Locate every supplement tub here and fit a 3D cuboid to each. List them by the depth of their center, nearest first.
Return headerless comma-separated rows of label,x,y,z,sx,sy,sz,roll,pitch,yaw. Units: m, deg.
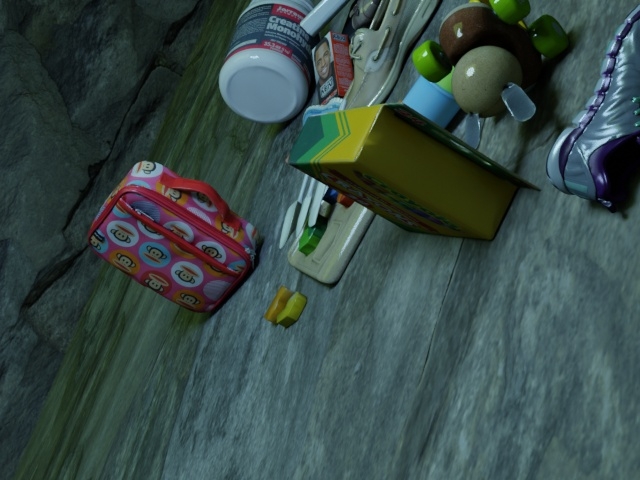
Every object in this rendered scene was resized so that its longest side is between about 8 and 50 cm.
supplement tub,-0.102,-0.401,2.466,0.191,0.191,0.272,-44,25,42

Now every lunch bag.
lunch bag,-0.266,-0.014,2.154,0.258,0.293,0.120,-46,18,40

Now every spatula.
spatula,-0.012,-0.112,1.927,0.168,0.019,0.242,138,149,-65

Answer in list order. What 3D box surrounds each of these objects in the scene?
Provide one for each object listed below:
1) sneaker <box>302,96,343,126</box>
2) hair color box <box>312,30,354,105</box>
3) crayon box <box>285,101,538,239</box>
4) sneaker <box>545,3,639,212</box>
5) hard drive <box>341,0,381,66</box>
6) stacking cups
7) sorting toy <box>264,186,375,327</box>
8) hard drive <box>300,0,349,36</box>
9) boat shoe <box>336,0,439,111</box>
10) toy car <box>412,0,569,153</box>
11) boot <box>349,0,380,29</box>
sneaker,0.006,-0.209,2.089,0.162,0.063,0.073,-21,46,64
hair color box,0.025,-0.312,2.141,0.072,0.043,0.141,-39,50,49
crayon box,0.100,-0.083,1.404,0.081,0.202,0.318,-63,17,-6
sneaker,0.319,-0.133,1.131,0.098,0.083,0.223,37,103,51
hard drive,0.118,-0.446,2.157,0.255,0.054,0.172,-35,31,53
stacking cups,0.154,-0.202,1.611,0.316,0.096,0.096,-51,20,26
sorting toy,0.000,0.000,1.811,0.307,0.041,0.229,-61,18,-2
hard drive,0.090,-0.531,2.234,0.307,0.040,0.203,-44,7,17
boat shoe,0.095,-0.330,1.968,0.302,0.098,0.109,-60,17,5
toy car,0.212,-0.188,1.381,0.155,0.149,0.188,-35,38,33
boot,0.085,-0.442,2.086,0.087,0.042,0.118,-47,23,39
